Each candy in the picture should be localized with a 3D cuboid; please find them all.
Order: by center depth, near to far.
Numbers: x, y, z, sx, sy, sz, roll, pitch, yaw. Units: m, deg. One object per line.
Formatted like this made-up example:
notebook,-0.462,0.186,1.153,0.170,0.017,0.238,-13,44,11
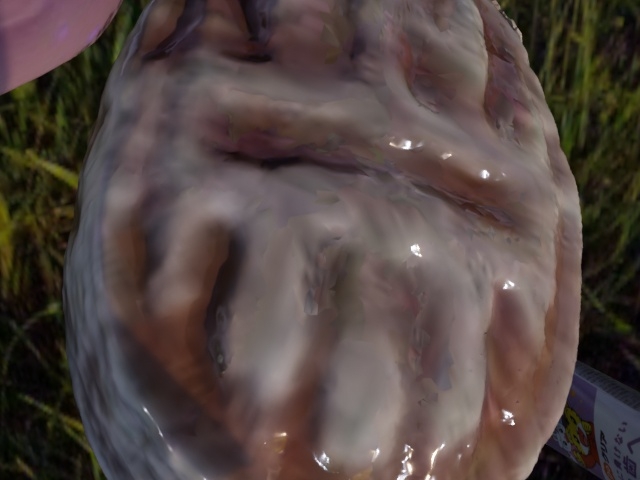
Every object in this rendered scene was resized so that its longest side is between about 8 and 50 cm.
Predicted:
candy,0.000,0.000,0.547,0.214,0.157,0.289,14,62,-15

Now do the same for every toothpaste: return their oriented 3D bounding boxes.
toothpaste,0.244,0.159,0.980,0.073,0.114,0.299,-25,23,-19

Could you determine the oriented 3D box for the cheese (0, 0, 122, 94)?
cheese,-0.156,-0.090,0.472,0.189,0.074,0.286,-28,21,-21
